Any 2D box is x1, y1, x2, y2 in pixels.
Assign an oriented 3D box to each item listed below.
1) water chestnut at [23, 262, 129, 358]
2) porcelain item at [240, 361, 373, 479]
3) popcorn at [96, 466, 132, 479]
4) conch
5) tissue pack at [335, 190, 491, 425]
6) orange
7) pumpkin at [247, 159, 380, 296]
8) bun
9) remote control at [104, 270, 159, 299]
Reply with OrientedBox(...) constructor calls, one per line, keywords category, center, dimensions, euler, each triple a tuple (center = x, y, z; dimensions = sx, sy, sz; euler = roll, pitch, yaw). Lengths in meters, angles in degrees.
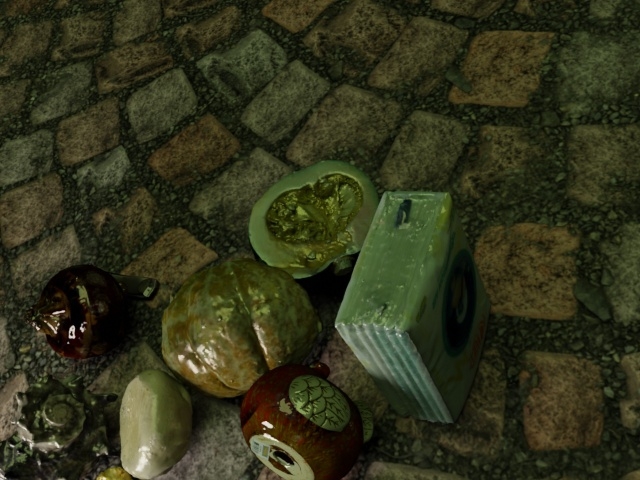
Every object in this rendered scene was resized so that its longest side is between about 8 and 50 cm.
OrientedBox(category="water chestnut", center=(-0.552, 0.164, 1.975), dimensions=(0.224, 0.238, 0.223), euler=(5, 97, 45))
OrientedBox(category="porcelain item", center=(-0.021, 0.330, 1.645), dimensions=(0.253, 0.253, 0.252), euler=(-11, 54, 15))
OrientedBox(category="popcorn", center=(-0.425, 0.508, 1.784), dimensions=(0.082, 0.057, 0.083), euler=(-8, 51, 9))
OrientedBox(category="conch", center=(-0.563, 0.410, 1.793), dimensions=(0.313, 0.240, 0.186), euler=(-48, 27, -19))
OrientedBox(category="tissue pack", center=(0.185, 0.132, 1.592), dimensions=(0.162, 0.388, 0.287), euler=(7, 60, 28))
OrientedBox(category="orange", center=(-0.197, 0.181, 1.751), dimensions=(0.369, 0.210, 0.270), euler=(-24, 78, 37))
OrientedBox(category="pumpkin", center=(0.000, 0.000, 1.888), dimensions=(0.293, 0.197, 0.263), euler=(-24, 60, -6))
OrientedBox(category="bun", center=(-0.332, 0.377, 1.777), dimensions=(0.231, 0.133, 0.230), euler=(-24, 63, 58))
OrientedBox(category="remote control", center=(-0.489, 0.107, 2.109), dimensions=(0.212, 0.028, 0.059), euler=(6, 58, 25))
